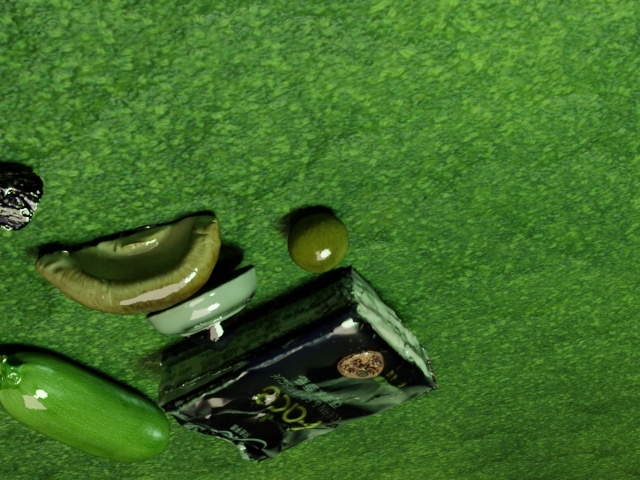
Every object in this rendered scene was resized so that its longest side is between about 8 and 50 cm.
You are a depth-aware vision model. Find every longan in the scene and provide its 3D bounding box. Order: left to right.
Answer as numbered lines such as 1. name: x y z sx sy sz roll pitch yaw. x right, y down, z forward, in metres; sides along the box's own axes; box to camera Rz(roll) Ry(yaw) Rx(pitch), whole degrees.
1. longan: 0.000 0.000 1.134 0.075 0.075 0.083 -38 -178 36

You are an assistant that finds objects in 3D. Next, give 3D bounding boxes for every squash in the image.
1. squash: -0.324 0.238 1.359 0.107 0.107 0.395 -22 147 15

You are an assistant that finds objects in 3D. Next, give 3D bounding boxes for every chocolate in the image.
1. chocolate: -0.335 -0.063 0.916 0.072 0.070 0.147 -22 139 34

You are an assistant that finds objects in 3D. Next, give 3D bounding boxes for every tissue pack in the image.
1. tissue pack: -0.031 0.192 1.351 0.332 0.123 0.245 -26 134 21

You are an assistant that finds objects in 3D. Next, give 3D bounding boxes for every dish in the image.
1. dish: -0.126 0.092 1.151 0.141 0.078 0.141 -25 -176 2

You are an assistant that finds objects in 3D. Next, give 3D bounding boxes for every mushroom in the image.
1. mushroom: -0.206 0.035 1.087 0.209 0.094 0.072 -16 146 -3
